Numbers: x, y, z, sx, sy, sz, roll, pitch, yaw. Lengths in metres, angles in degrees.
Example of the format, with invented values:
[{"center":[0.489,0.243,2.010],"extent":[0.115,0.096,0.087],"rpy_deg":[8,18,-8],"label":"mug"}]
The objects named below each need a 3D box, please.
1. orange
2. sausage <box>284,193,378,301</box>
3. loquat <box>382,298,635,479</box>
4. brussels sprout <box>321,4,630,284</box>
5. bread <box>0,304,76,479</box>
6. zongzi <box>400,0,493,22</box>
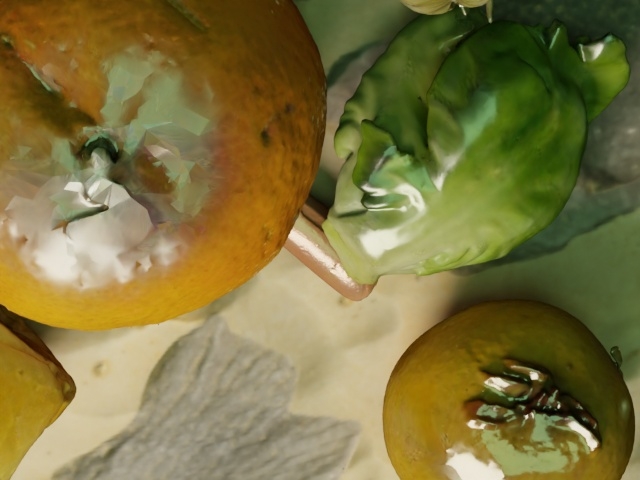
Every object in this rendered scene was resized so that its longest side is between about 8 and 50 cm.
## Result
[{"center":[-0.106,-0.060,0.853],"extent":[0.224,0.170,0.224],"rpy_deg":[-2,107,-5],"label":"orange"},{"center":[0.000,0.000,0.949],"extent":[0.083,0.034,0.034],"rpy_deg":[40,100,-13],"label":"sausage"},{"center":[0.107,0.101,0.935],"extent":[0.141,0.141,0.141],"rpy_deg":[-1,106,-4],"label":"loquat"},{"center":[0.083,-0.049,0.910],"extent":[0.181,0.100,0.139],"rpy_deg":[-51,122,-12],"label":"brussels sprout"},{"center":[-0.280,0.133,0.908],"extent":[0.294,0.132,0.167],"rpy_deg":[-44,113,7],"label":"bread"},{"center":[0.017,-0.220,0.845],"extent":[0.197,0.099,0.195],"rpy_deg":[6,82,1],"label":"zongzi"}]
